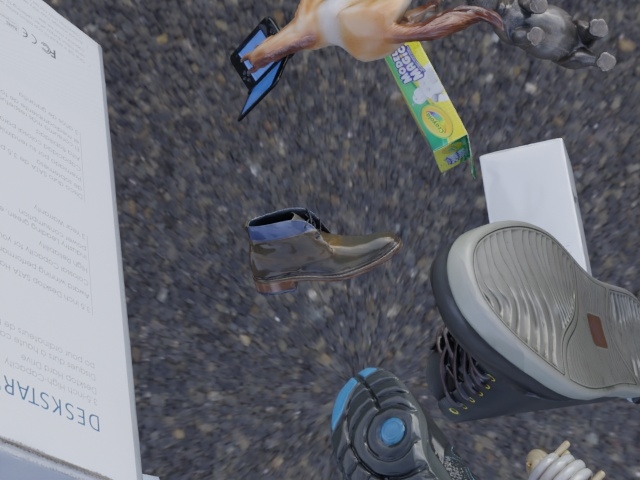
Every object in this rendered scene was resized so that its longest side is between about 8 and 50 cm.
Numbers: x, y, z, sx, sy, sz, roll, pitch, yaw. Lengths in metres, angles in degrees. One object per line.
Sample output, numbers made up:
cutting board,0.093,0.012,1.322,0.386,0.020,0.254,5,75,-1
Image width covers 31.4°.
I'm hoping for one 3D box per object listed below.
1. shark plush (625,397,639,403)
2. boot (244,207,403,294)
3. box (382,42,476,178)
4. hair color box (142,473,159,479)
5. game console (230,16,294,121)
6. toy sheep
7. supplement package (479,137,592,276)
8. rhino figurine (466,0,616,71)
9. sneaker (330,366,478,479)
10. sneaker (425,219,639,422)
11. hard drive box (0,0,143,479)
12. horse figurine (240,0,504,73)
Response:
shark plush,0.176,0.079,0.769,0.067,0.161,0.073,-24,122,-6
boot,0.000,0.000,1.596,0.219,0.082,0.106,-16,114,4
box,0.109,-0.144,1.177,0.043,0.105,0.179,-29,77,5
hair color box,-0.381,0.355,1.423,0.185,0.374,0.114,18,64,-37
game console,-0.101,-0.259,1.725,0.071,0.122,0.107,-27,83,-43
toy sheep,0.323,0.323,1.500,0.091,0.091,0.132,-48,58,-4
supplement package,0.264,-0.016,1.383,0.105,0.105,0.179,-12,69,16
rhino figurine,0.271,-0.290,1.510,0.243,0.106,0.073,20,95,-14
sneaker,0.124,0.299,1.371,0.125,0.139,0.341,-41,49,10
sneaker,0.089,0.059,0.602,0.118,0.222,0.083,-19,64,29
hard drive box,-0.163,-0.018,0.404,0.089,0.181,0.232,-32,48,22
horse figurine,0.050,-0.224,1.126,0.174,0.263,0.066,-40,124,-25
